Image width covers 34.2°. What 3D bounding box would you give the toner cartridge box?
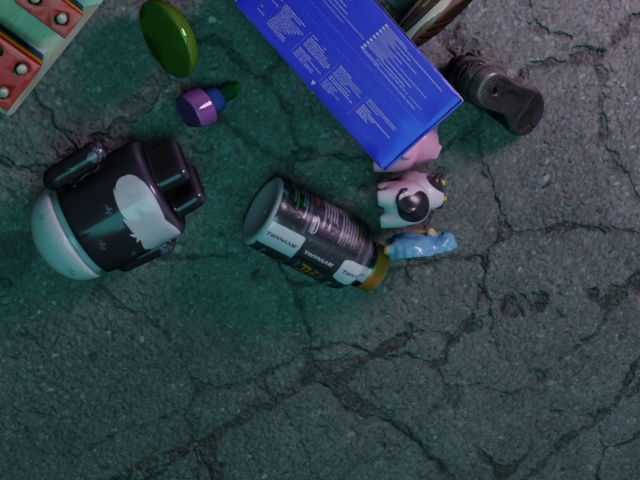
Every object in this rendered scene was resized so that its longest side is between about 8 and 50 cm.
[{"bbox_3d":[0.045,-0.290,1.599,0.165,0.075,0.348,-41,92,9],"label":"toner cartridge box"}]

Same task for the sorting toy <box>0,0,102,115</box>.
[{"bbox_3d":[-0.492,-0.343,1.532,0.255,0.089,0.257,36,105,-25],"label":"sorting toy"}]

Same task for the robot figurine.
[{"bbox_3d":[-0.328,-0.052,1.669,0.278,0.173,0.209,-28,95,3],"label":"robot figurine"}]

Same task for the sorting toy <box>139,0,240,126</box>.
[{"bbox_3d":[-0.202,-0.354,1.599,0.126,0.127,0.365,-35,126,-27],"label":"sorting toy"}]

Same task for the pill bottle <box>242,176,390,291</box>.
[{"bbox_3d":[0.000,0.000,1.782,0.245,0.130,0.130,27,108,-22],"label":"pill bottle"}]

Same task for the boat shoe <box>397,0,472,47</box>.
[{"bbox_3d":[0.199,-0.412,1.654,0.257,0.095,0.095,-41,83,13],"label":"boat shoe"}]

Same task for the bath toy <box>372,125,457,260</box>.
[{"bbox_3d":[0.151,-0.142,1.740,0.129,0.151,0.348,-7,110,8],"label":"bath toy"}]

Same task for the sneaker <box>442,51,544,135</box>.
[{"bbox_3d":[0.287,-0.252,1.750,0.227,0.130,0.087,17,110,-49],"label":"sneaker"}]
